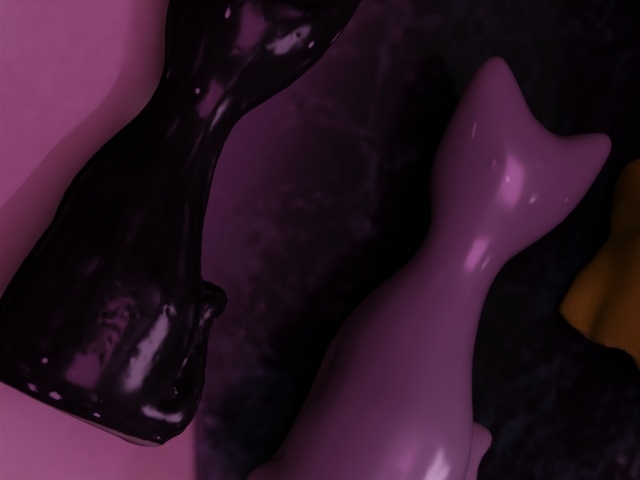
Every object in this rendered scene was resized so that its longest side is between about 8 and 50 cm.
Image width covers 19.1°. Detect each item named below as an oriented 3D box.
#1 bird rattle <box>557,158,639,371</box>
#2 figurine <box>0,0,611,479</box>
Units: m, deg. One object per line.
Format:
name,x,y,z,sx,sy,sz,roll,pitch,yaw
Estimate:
bird rattle,0.216,-0.045,0.829,0.207,0.143,0.253,25,75,-31
figurine,0.000,0.000,0.758,0.215,0.092,0.209,28,83,-21
